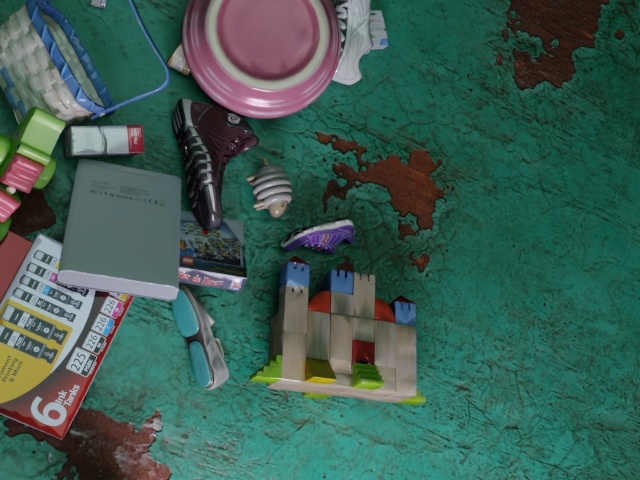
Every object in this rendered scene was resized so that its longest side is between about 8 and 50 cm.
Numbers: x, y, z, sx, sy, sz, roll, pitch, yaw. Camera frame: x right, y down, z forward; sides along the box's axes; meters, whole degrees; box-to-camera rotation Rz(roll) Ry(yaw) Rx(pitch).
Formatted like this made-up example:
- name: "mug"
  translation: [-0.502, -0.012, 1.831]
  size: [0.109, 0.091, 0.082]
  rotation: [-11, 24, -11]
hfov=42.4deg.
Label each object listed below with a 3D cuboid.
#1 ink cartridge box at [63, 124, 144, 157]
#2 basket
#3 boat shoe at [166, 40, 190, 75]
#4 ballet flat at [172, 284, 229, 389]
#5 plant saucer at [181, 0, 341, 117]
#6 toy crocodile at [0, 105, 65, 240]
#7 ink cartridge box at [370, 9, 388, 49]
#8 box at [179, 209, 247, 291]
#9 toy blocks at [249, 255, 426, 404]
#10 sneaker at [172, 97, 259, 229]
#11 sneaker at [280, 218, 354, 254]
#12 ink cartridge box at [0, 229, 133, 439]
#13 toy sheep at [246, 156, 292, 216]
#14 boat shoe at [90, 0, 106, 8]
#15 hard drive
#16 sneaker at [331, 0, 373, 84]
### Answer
- name: "ink cartridge box"
  translation: [-0.416, -0.190, 1.580]
  size: [0.135, 0.099, 0.056]
  rotation: [-5, 94, -26]
- name: "basket"
  translation: [-0.453, -0.346, 1.526]
  size: [0.289, 0.201, 0.255]
  rotation: [-24, 92, 9]
- name: "boat shoe"
  translation: [-0.250, -0.415, 1.711]
  size: [0.059, 0.063, 0.170]
  rotation: [37, 79, -16]
- name: "ballet flat"
  translation: [-0.235, 0.187, 1.626]
  size: [0.068, 0.072, 0.213]
  rotation: [-16, 88, -50]
- name: "plant saucer"
  translation: [-0.112, -0.418, 1.670]
  size: [0.332, 0.084, 0.332]
  rotation: [1, 87, -14]
- name: "toy crocodile"
  translation: [-0.568, -0.085, 1.462]
  size: [0.115, 0.105, 0.340]
  rotation: [33, 98, -41]
- name: "ink cartridge box"
  translation: [0.121, -0.479, 1.878]
  size: [0.048, 0.028, 0.083]
  rotation: [-8, 85, -22]
- name: "box"
  translation: [-0.263, 0.011, 1.601]
  size: [0.233, 0.044, 0.159]
  rotation: [11, 43, -19]
- name: "toy blocks"
  translation: [0.047, 0.180, 1.685]
  size: [0.381, 0.191, 0.261]
  rotation: [11, 67, -19]
- name: "sneaker"
  translation: [-0.190, -0.162, 1.655]
  size: [0.162, 0.106, 0.281]
  rotation: [-7, 73, -28]
- name: "sneaker"
  translation: [0.000, 0.000, 1.738]
  size: [0.170, 0.068, 0.071]
  rotation: [-13, 92, -23]
- name: "ink cartridge box"
  translation: [-0.518, 0.158, 1.478]
  size: [0.272, 0.130, 0.309]
  rotation: [27, 73, -14]
- name: "toy sheep"
  translation: [-0.103, -0.111, 1.706]
  size: [0.091, 0.091, 0.132]
  rotation: [-12, 81, -22]
- name: "boat shoe"
  translation: [-0.447, -0.520, 1.664]
  size: [0.035, 0.035, 0.100]
  rotation: [7, 86, -23]
- name: "hard drive"
  translation: [-0.360, -0.027, 1.517]
  size: [0.203, 0.040, 0.307]
  rotation: [10, 41, -17]
- name: "sneaker"
  translation: [0.068, -0.483, 1.826]
  size: [0.118, 0.110, 0.292]
  rotation: [20, 83, -25]
